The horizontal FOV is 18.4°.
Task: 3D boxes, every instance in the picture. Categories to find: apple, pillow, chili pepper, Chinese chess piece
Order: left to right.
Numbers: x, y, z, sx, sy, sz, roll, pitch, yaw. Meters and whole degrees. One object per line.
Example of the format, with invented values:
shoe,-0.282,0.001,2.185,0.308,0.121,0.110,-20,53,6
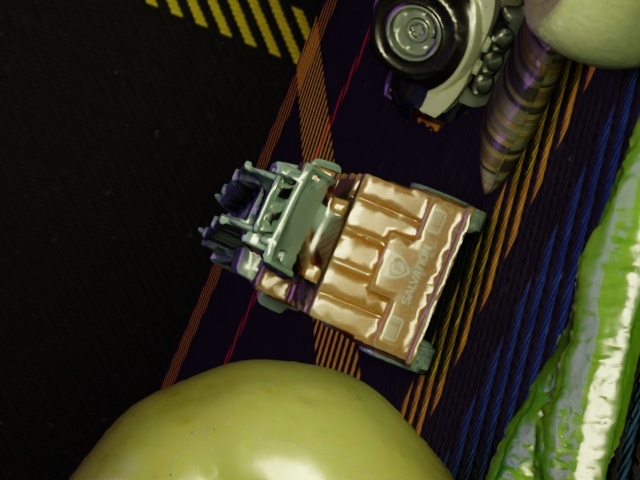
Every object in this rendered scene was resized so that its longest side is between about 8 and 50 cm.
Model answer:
apple,-0.042,0.204,1.168,0.279,0.279,0.279,-158,90,-82
pillow,0.157,-0.137,1.374,0.113,0.038,0.203,-79,11,-62
Chinese chess piece,0.187,-0.196,1.186,0.188,0.083,0.188,-160,90,-80
chili pepper,0.154,-0.019,0.975,0.085,0.076,0.359,7,79,62

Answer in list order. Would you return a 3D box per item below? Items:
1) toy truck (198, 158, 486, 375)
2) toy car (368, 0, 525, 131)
toy truck,0.000,0.000,1.531,0.338,0.184,0.133,-166,99,-81
toy car,0.135,-0.221,1.461,0.193,0.118,0.301,-40,-27,-64
